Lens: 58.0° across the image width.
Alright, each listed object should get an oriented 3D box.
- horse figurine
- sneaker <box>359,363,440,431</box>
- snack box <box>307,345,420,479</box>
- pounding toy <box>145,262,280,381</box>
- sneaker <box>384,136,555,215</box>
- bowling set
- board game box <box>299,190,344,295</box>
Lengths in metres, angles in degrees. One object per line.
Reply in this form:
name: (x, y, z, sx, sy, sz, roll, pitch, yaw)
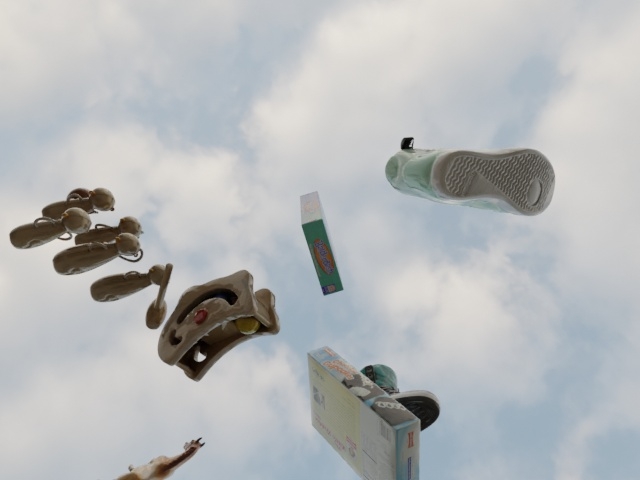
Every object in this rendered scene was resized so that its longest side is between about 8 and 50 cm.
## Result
horse figurine: (-0.386, 0.497, 1.204, 0.174, 0.263, 0.066, -23, -99, 37)
sneaker: (0.160, 0.358, 1.324, 0.295, 0.178, 0.124, -31, -69, 37)
snack box: (0.075, 0.361, 1.146, 0.060, 0.322, 0.187, -12, -69, -27)
pounding toy: (-0.216, 0.135, 0.987, 0.269, 0.155, 0.154, -19, -136, 28)
sneaker: (0.215, -0.095, 0.831, 0.151, 0.255, 0.094, 19, -78, 55)
bowling set: (-0.390, -0.033, 1.015, 0.154, 0.287, 0.200, -16, -118, 7)
board game box: (0.000, 0.000, 1.228, 0.047, 0.210, 0.160, -16, -69, 3)
